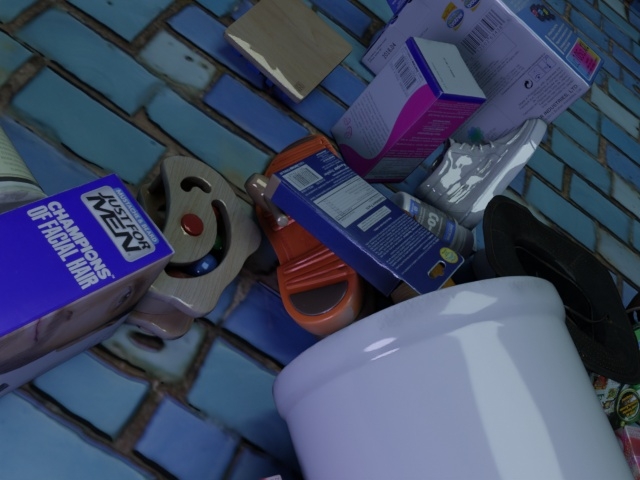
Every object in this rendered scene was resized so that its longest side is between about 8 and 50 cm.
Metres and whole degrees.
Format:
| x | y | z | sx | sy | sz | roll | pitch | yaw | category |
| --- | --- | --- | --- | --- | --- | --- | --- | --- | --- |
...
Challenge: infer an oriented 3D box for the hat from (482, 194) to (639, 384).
| x | y | z | sx | sy | sz | roll | pitch | yaw | category |
| --- | --- | --- | --- | --- | --- | --- | --- | --- | --- |
| 0.313 | 0.098 | 1.094 | 0.331 | 0.134 | 0.331 | 28 | 34 | -20 | hat |

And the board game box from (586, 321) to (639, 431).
| x | y | z | sx | sy | sz | roll | pitch | yaw | category |
| --- | --- | --- | --- | --- | --- | --- | --- | --- | --- |
| 0.455 | 0.216 | 1.162 | 0.259 | 0.030 | 0.136 | -17 | 93 | -27 | board game box |

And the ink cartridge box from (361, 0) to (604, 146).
| x | y | z | sx | sy | sz | roll | pitch | yaw | category |
| --- | --- | --- | --- | --- | --- | --- | --- | --- | --- |
| 0.266 | -0.349 | 1.376 | 0.395 | 0.270 | 0.151 | 42 | 40 | -3 | ink cartridge box |

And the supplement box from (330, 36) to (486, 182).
| x | y | z | sx | sy | sz | roll | pitch | yaw | category |
| --- | --- | --- | --- | --- | --- | --- | --- | --- | --- |
| 0.132 | -0.196 | 1.187 | 0.114 | 0.220 | 0.111 | -3 | 60 | -41 | supplement box |

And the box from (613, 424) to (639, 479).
| x | y | z | sx | sy | sz | roll | pitch | yaw | category |
| --- | --- | --- | --- | --- | --- | --- | --- | --- | --- |
| 0.486 | 0.371 | 1.066 | 0.300 | 0.154 | 0.142 | 17 | 49 | -29 | box |

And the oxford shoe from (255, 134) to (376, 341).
| x | y | z | sx | sy | sz | roll | pitch | yaw | category |
| --- | --- | --- | --- | --- | --- | --- | --- | --- | --- |
| 0.000 | 0.000 | 1.032 | 0.133 | 0.130 | 0.364 | 53 | 21 | -43 | oxford shoe |

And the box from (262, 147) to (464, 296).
| x | y | z | sx | sy | sz | roll | pitch | yaw | category |
| --- | --- | --- | --- | --- | --- | --- | --- | --- | --- |
| 0.055 | -0.016 | 0.894 | 0.225 | 0.036 | 0.136 | 39 | 33 | 11 | box |

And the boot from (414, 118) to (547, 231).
| x | y | z | sx | sy | sz | roll | pitch | yaw | category |
| --- | --- | --- | --- | --- | --- | --- | --- | --- | --- |
| 0.266 | -0.139 | 1.260 | 0.123 | 0.095 | 0.258 | 40 | 68 | 2 | boot |

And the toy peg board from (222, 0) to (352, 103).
| x | y | z | sx | sy | sz | roll | pitch | yaw | category |
| --- | --- | --- | --- | --- | --- | --- | --- | --- | --- |
| -0.061 | -0.307 | 1.247 | 0.161 | 0.079 | 0.161 | 41 | 58 | -3 | toy peg board |

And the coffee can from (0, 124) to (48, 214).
| x | y | z | sx | sy | sz | roll | pitch | yaw | category |
| --- | --- | --- | --- | --- | --- | --- | --- | --- | --- |
| -0.404 | -0.091 | 0.697 | 0.201 | 0.201 | 0.275 | -25 | 75 | -46 | coffee can |

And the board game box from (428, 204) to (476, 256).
| x | y | z | sx | sy | sz | roll | pitch | yaw | category |
| --- | --- | --- | --- | --- | --- | --- | --- | --- | --- |
| 0.221 | -0.028 | 1.272 | 0.090 | 0.020 | 0.090 | 27 | 46 | -19 | board game box |

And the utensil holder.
| x | y | z | sx | sy | sz | roll | pitch | yaw | category |
| --- | --- | --- | --- | --- | --- | --- | --- | --- | --- |
| 0.157 | 0.279 | 0.757 | 0.327 | 0.327 | 0.385 | 2 | 59 | -37 | utensil holder |

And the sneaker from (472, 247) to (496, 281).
| x | y | z | sx | sy | sz | roll | pitch | yaw | category |
| --- | --- | --- | --- | --- | --- | --- | --- | --- | --- |
| 0.384 | 0.090 | 1.231 | 0.290 | 0.123 | 0.106 | 37 | 44 | -7 | sneaker |

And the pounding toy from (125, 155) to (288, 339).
| x | y | z | sx | sy | sz | roll | pitch | yaw | category |
| --- | --- | --- | --- | --- | --- | --- | --- | --- | --- |
| -0.140 | -0.026 | 0.886 | 0.154 | 0.155 | 0.269 | 42 | 42 | -9 | pounding toy |

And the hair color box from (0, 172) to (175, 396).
| x | y | z | sx | sy | sz | roll | pitch | yaw | category |
| --- | --- | --- | --- | --- | --- | --- | --- | --- | --- |
| -0.308 | 0.078 | 0.651 | 0.110 | 0.185 | 0.339 | 51 | 43 | 6 | hair color box |

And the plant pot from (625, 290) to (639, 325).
| x | y | z | sx | sy | sz | roll | pitch | yaw | category |
| --- | --- | --- | --- | --- | --- | --- | --- | --- | --- |
| 0.586 | 0.161 | 1.315 | 0.167 | 0.167 | 0.165 | 49 | 35 | 5 | plant pot |

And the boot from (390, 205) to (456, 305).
| x | y | z | sx | sy | sz | roll | pitch | yaw | category |
| --- | --- | --- | --- | --- | --- | --- | --- | --- | --- |
| 0.162 | 0.079 | 1.053 | 0.295 | 0.104 | 0.211 | 48 | 19 | -37 | boot |

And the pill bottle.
| x | y | z | sx | sy | sz | roll | pitch | yaw | category |
| --- | --- | --- | --- | --- | --- | --- | --- | --- | --- |
| 0.164 | -0.014 | 1.173 | 0.137 | 0.078 | 0.078 | 25 | 45 | -20 | pill bottle |

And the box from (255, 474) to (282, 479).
| x | y | z | sx | sy | sz | roll | pitch | yaw | category |
| --- | --- | --- | --- | --- | --- | --- | --- | --- | --- |
| -0.073 | 0.355 | 0.660 | 0.128 | 0.122 | 0.257 | -1 | 59 | -38 | box |
